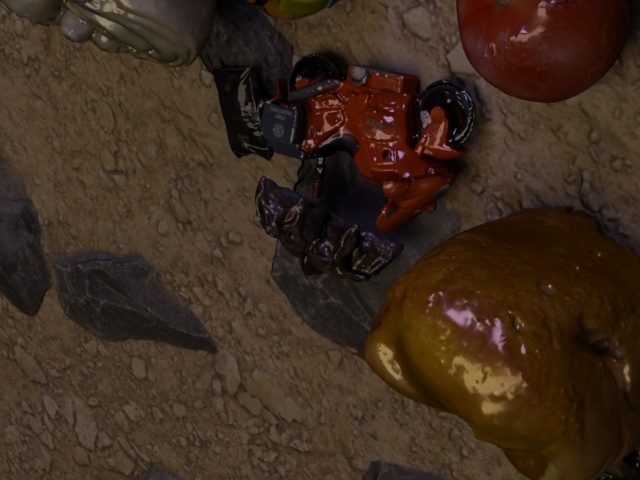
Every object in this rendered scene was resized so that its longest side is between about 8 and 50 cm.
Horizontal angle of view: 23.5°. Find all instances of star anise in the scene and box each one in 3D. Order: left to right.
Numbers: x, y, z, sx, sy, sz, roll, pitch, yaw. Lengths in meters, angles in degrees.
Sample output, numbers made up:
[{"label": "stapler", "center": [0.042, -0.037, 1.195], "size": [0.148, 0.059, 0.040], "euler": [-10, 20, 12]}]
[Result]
[{"label": "star anise", "center": [0.001, 0.000, 2.208], "size": [0.223, 0.236, 0.109], "euler": [21, 85, 48]}]

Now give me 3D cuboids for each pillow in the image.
[{"label": "pillow", "center": [-0.114, -0.193, 2.310], "size": [0.090, 0.048, 0.150], "euler": [-4, 108, 35]}]

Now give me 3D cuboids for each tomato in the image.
[{"label": "tomato", "center": [0.268, -0.267, 1.816], "size": [0.208, 0.184, 0.208], "euler": [-13, 70, 41]}]

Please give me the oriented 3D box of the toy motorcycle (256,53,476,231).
[{"label": "toy motorcycle", "center": [0.065, -0.133, 2.128], "size": [0.326, 0.148, 0.221], "euler": [16, 103, 33]}]

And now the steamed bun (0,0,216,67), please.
[{"label": "steamed bun", "center": [-0.294, -0.414, 2.143], "size": [0.339, 0.352, 0.247], "euler": [16, 117, -16]}]

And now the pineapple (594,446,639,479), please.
[{"label": "pineapple", "center": [0.432, 0.366, 2.055], "size": [0.272, 0.262, 0.262], "euler": [45, 138, 31]}]

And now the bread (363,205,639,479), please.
[{"label": "bread", "center": [0.268, 0.120, 1.928], "size": [0.361, 0.394, 0.250], "euler": [34, 118, 26]}]

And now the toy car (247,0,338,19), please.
[{"label": "toy car", "center": [-0.061, -0.399, 2.046], "size": [0.248, 0.200, 0.142], "euler": [52, 160, 7]}]
